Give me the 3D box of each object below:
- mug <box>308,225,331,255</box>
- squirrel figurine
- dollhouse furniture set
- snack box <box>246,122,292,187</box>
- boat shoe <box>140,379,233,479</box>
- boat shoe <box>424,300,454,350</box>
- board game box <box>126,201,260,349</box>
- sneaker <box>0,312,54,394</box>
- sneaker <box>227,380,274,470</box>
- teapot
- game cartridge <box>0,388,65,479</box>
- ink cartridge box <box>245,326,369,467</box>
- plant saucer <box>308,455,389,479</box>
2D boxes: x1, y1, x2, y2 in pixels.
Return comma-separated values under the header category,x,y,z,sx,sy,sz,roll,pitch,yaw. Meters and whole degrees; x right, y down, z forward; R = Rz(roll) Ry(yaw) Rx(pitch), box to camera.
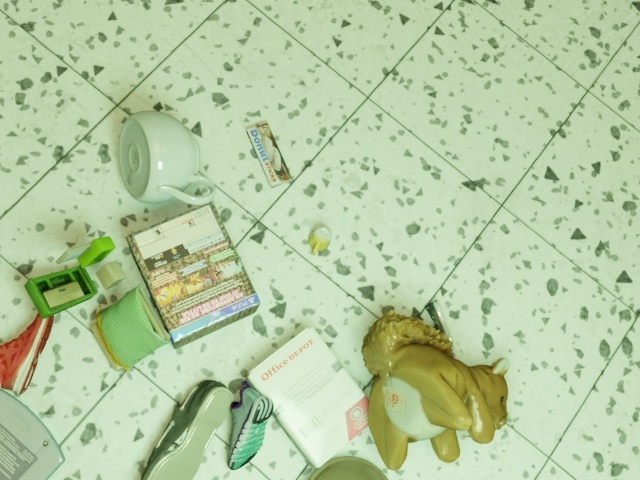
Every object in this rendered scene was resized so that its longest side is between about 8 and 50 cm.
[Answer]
category,x,y,z,sx,sy,sz,roll,pitch,yaw
mug,0.003,-0.002,2.006,0.062,0.064,0.078,-5,76,-13
squirrel figurine,0.295,0.332,1.832,0.371,0.281,0.396,-1,50,-41
dollhouse furniture set,-0.527,0.171,1.770,0.151,0.198,0.301,-23,80,-55
snack box,-0.142,-0.236,2.067,0.064,0.022,0.178,-22,80,-14
boat shoe,-0.334,0.487,1.806,0.112,0.096,0.335,45,72,-34
boat shoe,0.321,0.233,2.012,0.040,0.049,0.142,-20,77,4
board game box,-0.320,0.089,1.881,0.232,0.141,0.290,-23,80,-15
sneaker,-0.733,0.246,1.792,0.128,0.087,0.221,18,71,-6
sneaker,-0.186,0.449,1.814,0.083,0.223,0.098,-1,32,-48
teapot,-0.390,-0.212,1.918,0.187,0.253,0.255,-7,93,-35
game cartridge,-0.753,0.470,1.744,0.294,0.060,0.196,42,75,3
ink cartridge box,-0.023,0.388,1.864,0.207,0.117,0.283,-36,84,-17
plant saucer,0.068,0.665,1.803,0.278,0.041,0.277,12,63,-25
